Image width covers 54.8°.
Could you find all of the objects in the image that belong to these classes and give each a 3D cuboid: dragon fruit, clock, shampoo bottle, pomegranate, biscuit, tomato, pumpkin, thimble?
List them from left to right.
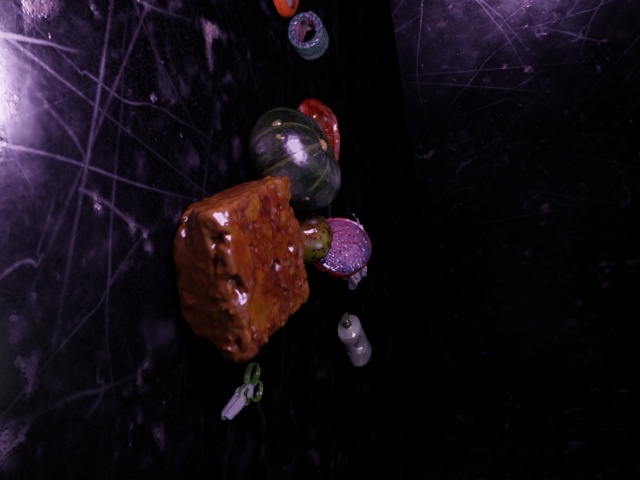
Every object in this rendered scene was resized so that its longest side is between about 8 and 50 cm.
[{"bbox_3d":[-0.171,0.049,1.413,0.395,0.166,0.343,-38,123,-65],"label":"biscuit"},{"bbox_3d":[-0.117,-0.791,1.891,0.205,0.051,0.206,-3,90,-71],"label":"clock"},{"bbox_3d":[-0.075,-0.216,1.669,0.300,0.207,0.300,55,21,-34],"label":"pumpkin"},{"bbox_3d":[-0.045,0.014,1.815,0.205,0.159,0.159,-67,160,4],"label":"pomegranate"},{"bbox_3d":[-0.039,-0.659,1.993,0.090,0.118,0.135,41,33,-70],"label":"thimble"},{"bbox_3d":[-0.020,-0.351,2.021,0.228,0.101,0.228,42,42,-54],"label":"tomato"},{"bbox_3d":[0.049,0.043,2.041,0.148,0.218,0.224,111,-34,-57],"label":"dragon fruit"},{"bbox_3d":[0.121,0.356,2.289,0.234,0.086,0.118,66,27,-44],"label":"shampoo bottle"}]

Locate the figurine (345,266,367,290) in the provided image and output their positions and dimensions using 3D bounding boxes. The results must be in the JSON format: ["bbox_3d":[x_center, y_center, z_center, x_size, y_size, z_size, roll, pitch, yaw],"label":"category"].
[{"bbox_3d":[0.127,0.079,2.340,0.137,0.111,0.229,-45,142,-55],"label":"figurine"}]

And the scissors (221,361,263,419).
[{"bbox_3d":[-0.189,0.377,1.506,0.204,0.027,0.101,-40,123,-68],"label":"scissors"}]
